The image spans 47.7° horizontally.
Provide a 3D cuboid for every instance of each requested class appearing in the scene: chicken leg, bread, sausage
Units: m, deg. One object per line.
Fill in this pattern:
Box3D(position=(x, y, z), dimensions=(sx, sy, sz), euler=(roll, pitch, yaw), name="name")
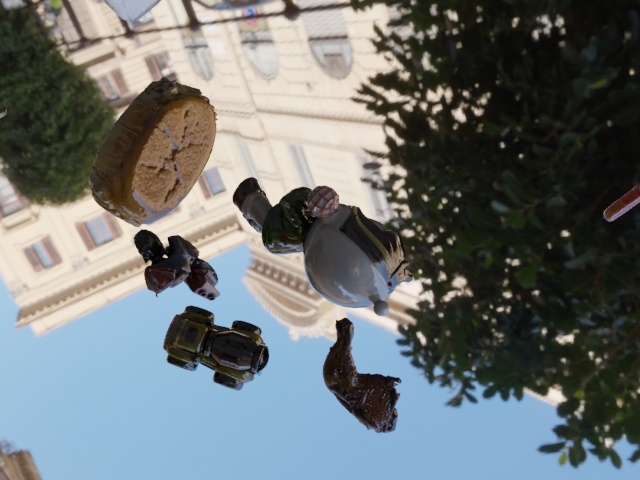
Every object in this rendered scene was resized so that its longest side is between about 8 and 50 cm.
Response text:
Box3D(position=(0.096, 0.346, 1.795), dimensions=(0.177, 0.322, 0.083), euler=(-37, -174, 26), name="chicken leg")
Box3D(position=(-0.408, -0.220, 1.825), dimensions=(0.183, 0.236, 0.388), euler=(22, -104, 28), name="bread")
Box3D(position=(0.669, -0.079, 1.596), dimensions=(0.034, 0.034, 0.129), euler=(-39, 173, -34), name="sausage")

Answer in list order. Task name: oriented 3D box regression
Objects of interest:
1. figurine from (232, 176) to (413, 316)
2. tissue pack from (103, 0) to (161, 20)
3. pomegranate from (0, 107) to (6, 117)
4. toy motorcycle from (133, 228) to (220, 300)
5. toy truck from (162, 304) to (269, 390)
Box3D(position=(0.000, 0.000, 1.296), dimensions=(0.370, 0.281, 0.167), euler=(30, -108, 28), name="figurine")
Box3D(position=(-0.203, -0.303, 0.695), dimensions=(0.099, 0.106, 0.148), euler=(-37, -126, 5), name="tissue pack")
Box3D(position=(-0.659, -0.144, 1.123), dimensions=(0.341, 0.260, 0.260), euler=(-35, -153, -4), name="pomegranate")
Box3D(position=(-0.260, 0.058, 1.350), dimensions=(0.082, 0.213, 0.122), euler=(-28, -126, 23), name="toy motorcycle")
Box3D(position=(-0.225, 0.228, 1.571), dimensions=(0.165, 0.224, 0.147), euler=(138, -27, -73), name="toy truck")
